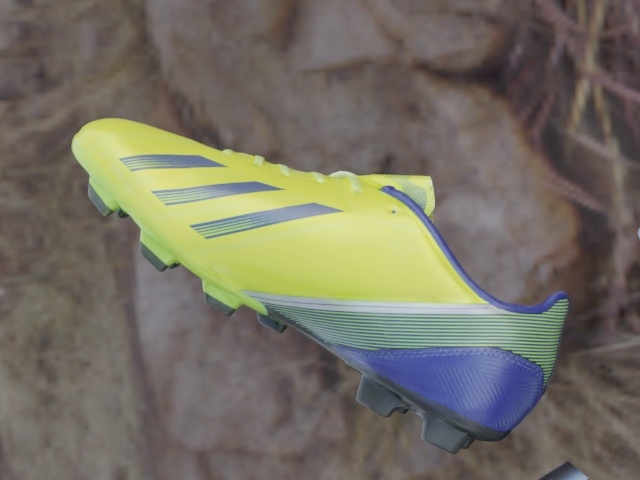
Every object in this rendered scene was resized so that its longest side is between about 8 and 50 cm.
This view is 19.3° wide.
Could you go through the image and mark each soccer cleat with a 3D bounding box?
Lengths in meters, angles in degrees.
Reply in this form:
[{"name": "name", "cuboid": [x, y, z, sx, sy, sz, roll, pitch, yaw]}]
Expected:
[{"name": "soccer cleat", "cuboid": [0.001, 0.000, 1.016, 0.289, 0.093, 0.121, 32, 94, 9]}]

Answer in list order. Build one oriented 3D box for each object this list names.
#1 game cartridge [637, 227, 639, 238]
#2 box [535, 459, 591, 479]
[{"name": "game cartridge", "cuboid": [0.406, -0.093, 1.497, 0.297, 0.198, 0.062, -55, 44, 31]}, {"name": "box", "cuboid": [0.102, 0.217, 1.079, 0.114, 0.207, 0.036, 41, 148, 41]}]
